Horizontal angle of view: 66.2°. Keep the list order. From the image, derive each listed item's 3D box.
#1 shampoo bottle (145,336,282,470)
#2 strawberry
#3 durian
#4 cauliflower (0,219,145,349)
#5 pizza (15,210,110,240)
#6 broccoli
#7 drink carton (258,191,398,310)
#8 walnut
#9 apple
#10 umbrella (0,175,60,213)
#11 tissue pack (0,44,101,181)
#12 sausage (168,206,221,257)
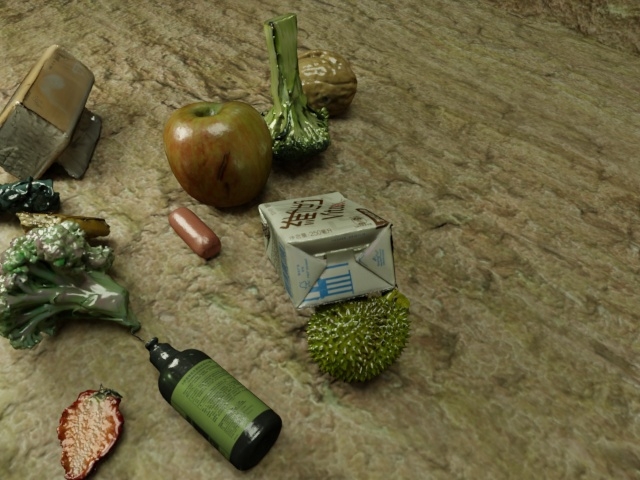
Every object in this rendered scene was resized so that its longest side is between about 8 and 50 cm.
[{"bbox_3d":[-0.198,0.256,0.829,0.283,0.101,0.101,32,53,24],"label":"shampoo bottle"},{"bbox_3d":[-0.377,0.313,0.806,0.103,0.048,0.152,11,60,-2],"label":"strawberry"},{"bbox_3d":[0.071,0.175,0.876,0.198,0.159,0.146,-10,9,5],"label":"durian"},{"bbox_3d":[-0.461,0.089,0.933,0.315,0.239,0.256,25,8,-4],"label":"cauliflower"},{"bbox_3d":[-0.577,-0.026,1.062,0.226,0.147,0.069,3,89,14],"label":"pizza"},{"bbox_3d":[-0.091,-0.390,1.291,0.221,0.362,0.252,-4,9,2],"label":"broccoli"},{"bbox_3d":[0.000,0.000,0.973,0.194,0.132,0.324,-10,18,-13],"label":"drink carton"},{"bbox_3d":[-0.005,-0.465,1.467,0.244,0.198,0.198,-1,46,-9],"label":"walnut"},{"bbox_3d":[-0.240,-0.207,1.187,0.264,0.264,0.265,2,46,-2],"label":"apple"},{"bbox_3d":[-0.792,-0.113,1.143,0.348,0.143,0.094,4,90,11],"label":"umbrella"},{"bbox_3d":[-0.693,-0.314,1.290,0.238,0.239,0.306,-3,46,-6],"label":"tissue pack"},{"bbox_3d":[-0.287,-0.020,1.113,0.062,0.062,0.154,-32,56,-29],"label":"sausage"}]
